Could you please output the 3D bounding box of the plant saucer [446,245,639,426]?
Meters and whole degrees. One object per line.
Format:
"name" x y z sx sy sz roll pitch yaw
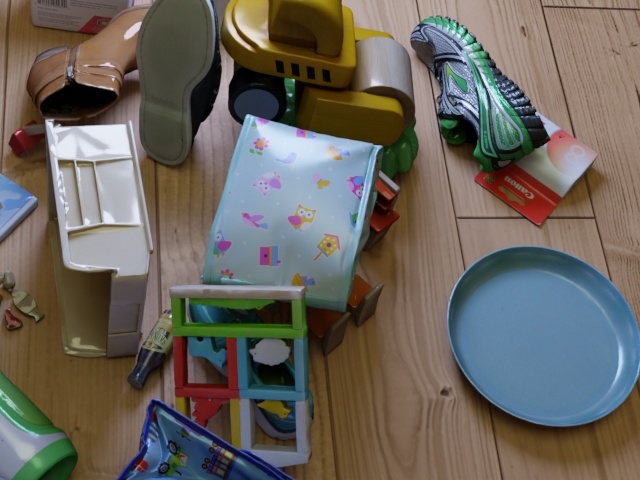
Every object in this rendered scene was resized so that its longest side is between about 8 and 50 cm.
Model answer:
"plant saucer" 0.351 0.154 1.853 0.318 0.043 0.317 5 58 -7

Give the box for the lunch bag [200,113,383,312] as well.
"lunch bag" -0.040 -0.024 1.706 0.223 0.160 0.262 12 62 4

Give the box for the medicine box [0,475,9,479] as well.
"medicine box" -0.514 0.403 1.430 0.263 0.149 0.289 25 80 6

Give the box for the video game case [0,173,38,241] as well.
"video game case" -0.583 -0.042 1.817 0.193 0.023 0.212 33 59 10

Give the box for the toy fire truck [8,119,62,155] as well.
"toy fire truck" -0.407 -0.142 1.840 0.047 0.192 0.135 -42 101 -35

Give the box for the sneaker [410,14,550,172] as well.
"sneaker" 0.246 -0.261 2.036 0.146 0.134 0.343 -35 55 2

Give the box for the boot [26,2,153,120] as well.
"boot" -0.339 -0.286 1.889 0.283 0.109 0.220 -16 28 -6

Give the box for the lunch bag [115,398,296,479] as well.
"lunch bag" -0.115 0.352 1.542 0.293 0.221 0.138 21 61 1

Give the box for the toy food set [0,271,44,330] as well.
"toy food set" -0.481 0.090 1.759 0.078 0.019 0.122 -34 78 -26

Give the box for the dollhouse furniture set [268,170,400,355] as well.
"dollhouse furniture set" 0.000 0.000 1.828 0.262 0.135 0.259 43 61 16

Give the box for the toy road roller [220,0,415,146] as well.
"toy road roller" 0.007 -0.307 1.840 0.330 0.240 0.202 9 47 -12

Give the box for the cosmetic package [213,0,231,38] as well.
"cosmetic package" -0.142 -0.483 2.088 0.151 0.151 0.183 -11 61 -16

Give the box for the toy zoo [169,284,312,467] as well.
"toy zoo" -0.111 0.208 1.639 0.192 0.030 0.293 1 100 12

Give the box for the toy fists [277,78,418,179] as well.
"toy fists" 0.030 -0.186 1.972 0.279 0.096 0.142 17 58 -1

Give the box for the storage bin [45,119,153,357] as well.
"storage bin" -0.324 0.004 1.696 0.123 0.262 0.260 -5 60 -15

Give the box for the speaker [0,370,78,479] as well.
"speaker" -0.471 0.232 1.604 0.296 0.131 0.131 41 61 15

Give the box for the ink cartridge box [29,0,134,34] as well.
"ink cartridge box" -0.403 -0.466 1.980 0.172 0.237 0.100 7 58 -6

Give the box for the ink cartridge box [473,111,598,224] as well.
"ink cartridge box" 0.374 -0.130 2.030 0.145 0.045 0.179 38 58 14

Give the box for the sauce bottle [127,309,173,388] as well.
"sauce bottle" -0.245 0.162 1.742 0.042 0.042 0.128 24 57 5

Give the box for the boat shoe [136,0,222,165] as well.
"boat shoe" -0.212 -0.278 1.851 0.127 0.340 0.113 19 43 11

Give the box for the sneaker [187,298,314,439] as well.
"sneaker" -0.095 0.164 1.728 0.107 0.110 0.275 -32 68 -25
